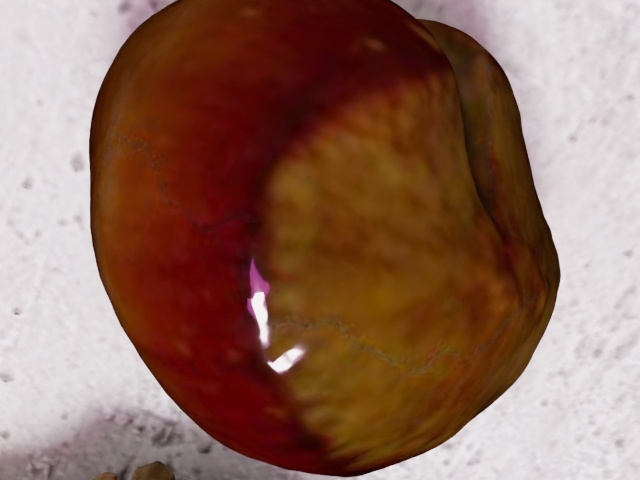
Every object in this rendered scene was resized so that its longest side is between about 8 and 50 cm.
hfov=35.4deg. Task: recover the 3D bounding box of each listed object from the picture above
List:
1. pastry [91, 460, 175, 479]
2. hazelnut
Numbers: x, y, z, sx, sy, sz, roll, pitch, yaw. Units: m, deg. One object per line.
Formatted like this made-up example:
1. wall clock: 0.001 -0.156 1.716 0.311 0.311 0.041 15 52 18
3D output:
1. pastry: -0.071 0.335 0.632 0.337 0.292 0.405 -23 112 3
2. hazelnut: 0.000 0.000 0.469 0.217 0.217 0.251 -34 140 21
